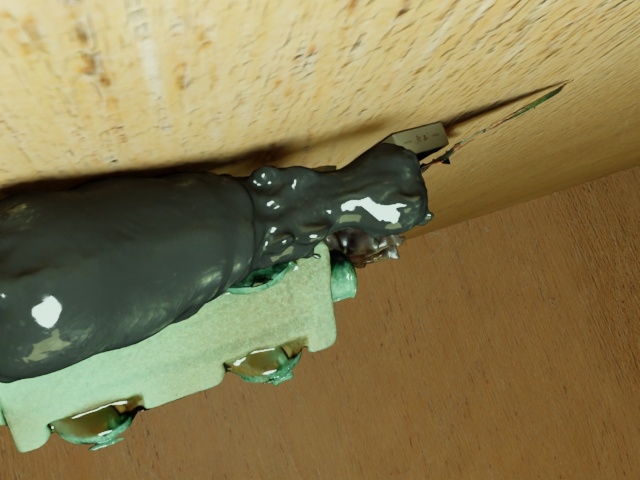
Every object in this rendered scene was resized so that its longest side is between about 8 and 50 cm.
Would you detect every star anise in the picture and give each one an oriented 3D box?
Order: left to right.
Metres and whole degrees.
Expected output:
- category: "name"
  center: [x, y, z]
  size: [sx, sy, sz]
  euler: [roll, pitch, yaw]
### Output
- category: "star anise"
  center: [-0.002, 0.001, 1.089]
  size: [0.214, 0.098, 0.220]
  euler: [-1, 173, -26]

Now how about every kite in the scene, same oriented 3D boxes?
- category: "kite"
  center: [0.120, -0.080, 0.771]
  size: [0.241, 0.014, 0.183]
  euler: [-30, -178, 20]

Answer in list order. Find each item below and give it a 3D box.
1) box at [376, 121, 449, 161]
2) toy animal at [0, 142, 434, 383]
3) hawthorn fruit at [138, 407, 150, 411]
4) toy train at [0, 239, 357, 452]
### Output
- category: "box"
  center: [0.072, -0.079, 0.771]
  size: [0.053, 0.024, 0.083]
  euler: [-17, 177, -23]
- category: "toy animal"
  center: [-0.092, 0.001, 0.578]
  size: [0.343, 0.106, 0.168]
  euler: [-18, 180, -36]
- category: "hawthorn fruit"
  center: [-0.211, 0.111, 1.014]
  size: [0.181, 0.181, 0.235]
  euler: [-16, 176, -23]
- category: "toy train"
  center: [-0.132, 0.060, 0.736]
  size: [0.327, 0.129, 0.159]
  euler: [-17, -143, -16]
